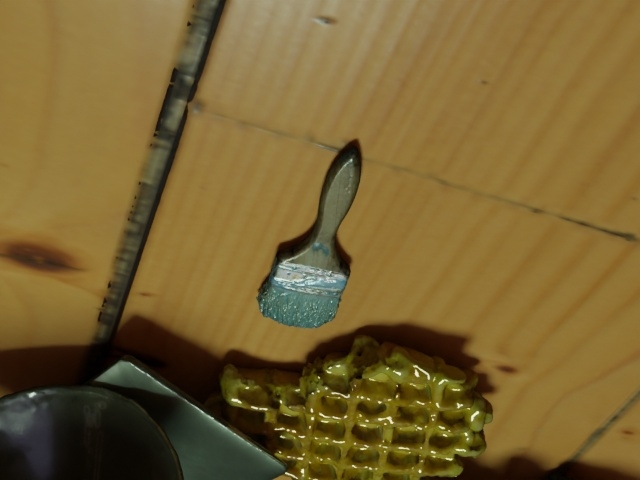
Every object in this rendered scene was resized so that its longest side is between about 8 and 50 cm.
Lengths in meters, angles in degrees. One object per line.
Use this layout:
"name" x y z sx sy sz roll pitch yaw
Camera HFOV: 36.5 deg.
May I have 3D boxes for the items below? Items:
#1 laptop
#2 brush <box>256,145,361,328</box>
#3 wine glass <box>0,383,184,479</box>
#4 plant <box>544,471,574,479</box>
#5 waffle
"laptop" -0.174 0.207 0.935 0.188 0.015 0.269 38 135 -17
"brush" 0.000 0.000 0.767 0.070 0.021 0.196 13 131 -8
"wine glass" -0.213 0.355 0.910 0.267 0.267 0.406 -2 137 6
"plant" 0.192 0.308 0.973 0.275 0.149 0.146 9 118 -10
"waffle" 0.027 0.165 0.900 0.249 0.056 0.253 32 130 -25
